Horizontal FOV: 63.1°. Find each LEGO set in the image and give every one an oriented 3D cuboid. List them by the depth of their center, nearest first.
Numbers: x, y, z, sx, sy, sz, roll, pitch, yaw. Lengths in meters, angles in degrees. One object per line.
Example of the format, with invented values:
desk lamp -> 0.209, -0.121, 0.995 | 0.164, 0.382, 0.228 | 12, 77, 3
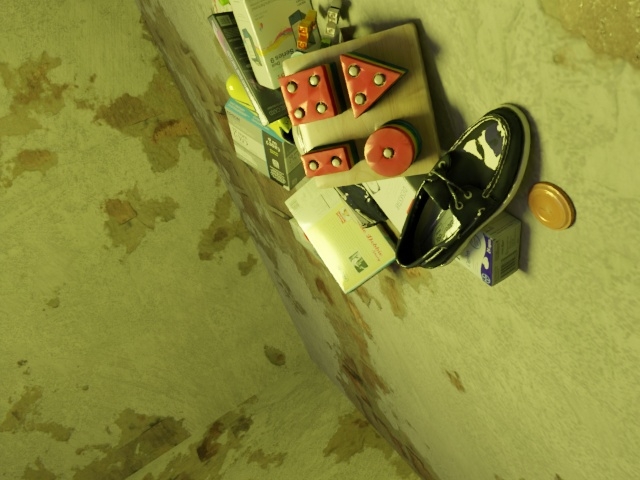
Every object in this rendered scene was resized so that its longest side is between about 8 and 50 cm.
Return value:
LEGO set -> -0.007, -0.433, 1.121 | 0.087, 0.093, 0.227 | 15, 152, 1

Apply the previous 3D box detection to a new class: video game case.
video game case -> -0.147, -0.434, 1.289 | 0.026, 0.196, 0.274 | -17, 106, 35

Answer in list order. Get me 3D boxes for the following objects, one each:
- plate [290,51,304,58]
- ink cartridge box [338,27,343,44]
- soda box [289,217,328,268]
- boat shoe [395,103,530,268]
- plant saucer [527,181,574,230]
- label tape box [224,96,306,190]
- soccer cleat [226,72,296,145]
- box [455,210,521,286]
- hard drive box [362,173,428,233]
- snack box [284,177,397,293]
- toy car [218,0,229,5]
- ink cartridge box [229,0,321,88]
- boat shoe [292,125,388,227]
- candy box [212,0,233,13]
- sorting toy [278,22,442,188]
plate -> -0.016, -0.311, 1.116 | 0.188, 0.024, 0.188 | 55, 159, 33
ink cartridge box -> 0.054, -0.298, 1.072 | 0.189, 0.066, 0.232 | -91, 10, -61
soda box -> 0.000, 0.000, 1.868 | 0.286, 0.091, 0.098 | 42, 156, 48
boat shoe -> 0.213, -0.070, 0.863 | 0.127, 0.113, 0.340 | 60, 145, 26
plant saucer -> 0.355, -0.052, 0.811 | 0.083, 0.013, 0.083 | 53, 164, 24
label tape box -> -0.169, -0.347, 1.620 | 0.249, 0.115, 0.347 | 35, 157, 21
soccer cleat -> -0.121, -0.337, 1.354 | 0.289, 0.093, 0.121 | 30, -159, -48
box -> 0.295, -0.006, 0.972 | 0.137, 0.072, 0.126 | 45, 158, 45
hard drive box -> 0.172, -0.132, 1.095 | 0.232, 0.089, 0.181 | 54, 164, 18
snack box -> 0.061, -0.036, 1.451 | 0.322, 0.187, 0.060 | 57, -158, 12
toy car -> -0.193, -0.636, 1.229 | 0.149, 0.155, 0.188 | 65, 176, -20
ink cartridge box -> -0.094, -0.473, 1.172 | 0.093, 0.154, 0.212 | 39, 154, 48
boat shoe -> 0.073, -0.183, 1.264 | 0.340, 0.127, 0.158 | 51, 162, -13
candy box -> -0.220, -0.617, 1.461 | 0.233, 0.071, 0.159 | 54, 164, 19
sorting toy -> 0.064, -0.222, 0.938 | 0.256, 0.089, 0.257 | -6, 111, 28
